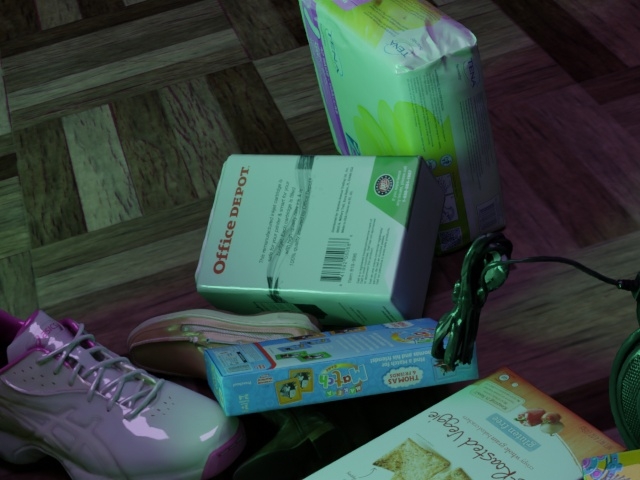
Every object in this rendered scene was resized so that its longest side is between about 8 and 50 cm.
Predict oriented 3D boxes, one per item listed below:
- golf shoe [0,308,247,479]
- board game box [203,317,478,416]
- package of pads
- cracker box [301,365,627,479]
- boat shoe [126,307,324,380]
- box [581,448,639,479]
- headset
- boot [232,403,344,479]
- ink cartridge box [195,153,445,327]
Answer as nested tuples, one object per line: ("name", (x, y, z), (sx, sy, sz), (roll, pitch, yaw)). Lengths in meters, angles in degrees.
("golf shoe", (-0.206, 0.137, 1.320), (0.306, 0.140, 0.115), (6, 34, 31))
("board game box", (0.013, 0.105, 1.295), (0.211, 0.039, 0.160), (-8, 5, -9))
("package of pads", (0.084, -0.152, 1.593), (0.101, 0.229, 0.296), (-21, 32, -13))
("cracker box", (0.102, 0.202, 1.164), (0.232, 0.067, 0.156), (-28, 33, -21))
("boat shoe", (-0.093, 0.107, 1.405), (0.190, 0.068, 0.072), (-6, 43, 13))
("box", (0.313, 0.255, 0.815), (0.290, 0.177, 0.279), (-11, 51, 6))
("headset", (0.286, 0.104, 1.146), (0.394, 0.185, 0.243), (26, 31, 8))
("boot", (-0.044, 0.165, 1.316), (0.106, 0.037, 0.114), (-22, 29, -14))
("ink cartridge box", (0.000, 0.000, 1.459), (0.208, 0.087, 0.153), (3, 66, 25))
